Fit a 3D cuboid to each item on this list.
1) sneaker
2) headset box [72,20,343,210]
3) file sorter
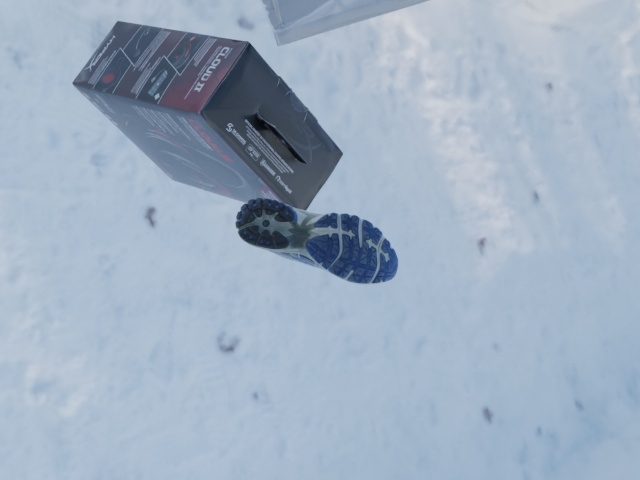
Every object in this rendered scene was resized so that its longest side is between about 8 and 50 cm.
[{"bbox_3d":[0.000,0.000,0.902,0.058,0.135,0.052,63,49,-81],"label":"sneaker"},{"bbox_3d":[-0.129,-0.148,1.354,0.110,0.293,0.218,-58,135,-15],"label":"headset box"},{"bbox_3d":[0.003,-0.375,1.279,0.278,0.192,0.173,-109,-177,-59],"label":"file sorter"}]
